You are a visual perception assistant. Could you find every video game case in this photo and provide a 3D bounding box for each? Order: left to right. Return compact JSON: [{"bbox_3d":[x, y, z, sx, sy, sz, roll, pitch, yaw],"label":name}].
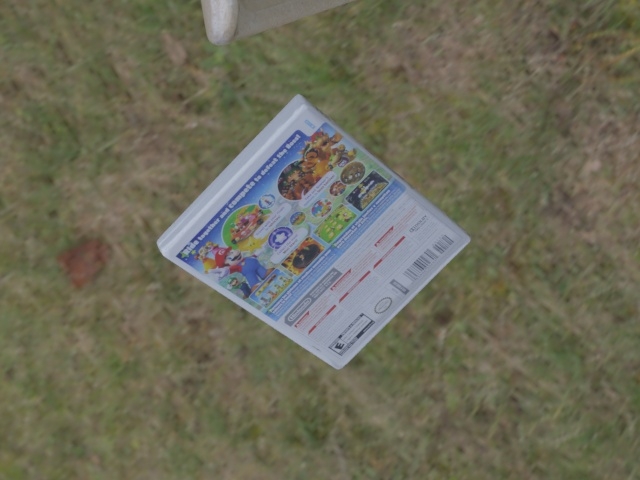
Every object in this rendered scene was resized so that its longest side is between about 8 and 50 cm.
[{"bbox_3d":[0.000,0.000,0.671,0.087,0.011,0.122,-45,132,10],"label":"video game case"}]

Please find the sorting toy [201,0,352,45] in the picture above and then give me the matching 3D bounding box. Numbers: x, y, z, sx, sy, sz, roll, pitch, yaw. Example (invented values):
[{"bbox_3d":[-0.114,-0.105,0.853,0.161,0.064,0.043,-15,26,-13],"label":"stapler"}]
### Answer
[{"bbox_3d":[0.005,-0.186,0.583,0.038,0.208,0.193,1,108,30],"label":"sorting toy"}]
